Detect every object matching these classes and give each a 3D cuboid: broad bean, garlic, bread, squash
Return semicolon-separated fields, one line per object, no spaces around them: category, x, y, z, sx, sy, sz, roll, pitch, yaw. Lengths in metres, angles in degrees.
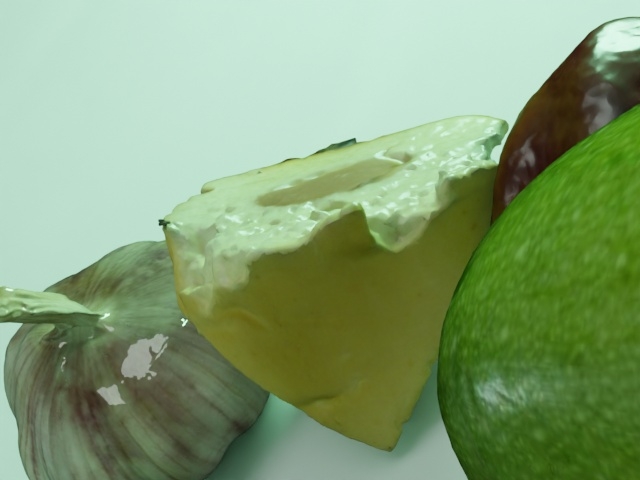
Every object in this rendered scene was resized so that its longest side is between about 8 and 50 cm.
broad bean;0.191;-0.035;1.028;0.156;0.122;0.228;19;73;9
garlic;-0.174;0.088;1.233;0.245;0.253;0.245;-22;52;31
bread;0.000;-0.011;1.135;0.183;0.211;0.224;-90;25;-66
squash;0.193;0.037;0.785;0.309;0.310;0.310;2;59;54
